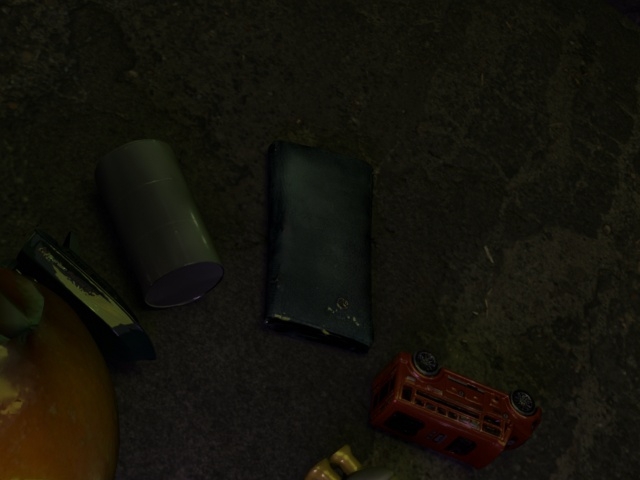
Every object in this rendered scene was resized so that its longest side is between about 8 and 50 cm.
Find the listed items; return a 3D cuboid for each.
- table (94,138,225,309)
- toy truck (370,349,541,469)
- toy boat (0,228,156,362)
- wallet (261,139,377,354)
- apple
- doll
[{"bbox_3d":[-0.236,-0.026,1.734,0.126,0.126,0.220,-7,60,-36],"label":"table"},{"bbox_3d":[0.204,0.264,1.792,0.252,0.107,0.114,24,47,-12],"label":"toy truck"},{"bbox_3d":[-0.317,0.082,1.623,0.246,0.093,0.103,41,52,4],"label":"toy boat"},{"bbox_3d":[0.000,0.000,1.916,0.190,0.046,0.379,15,50,-19],"label":"wallet"},{"bbox_3d":[-0.397,0.213,1.274,0.374,0.374,0.384,40,40,3],"label":"apple"},{"bbox_3d":[0.087,0.418,1.604,0.141,0.117,0.296,-18,80,-55],"label":"doll"}]
